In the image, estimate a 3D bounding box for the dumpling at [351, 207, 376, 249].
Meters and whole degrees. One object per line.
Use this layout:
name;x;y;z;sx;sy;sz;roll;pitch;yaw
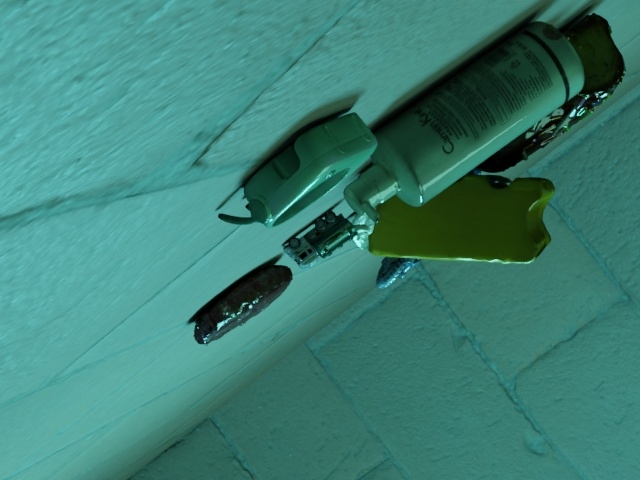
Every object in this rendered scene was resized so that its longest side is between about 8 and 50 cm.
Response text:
dumpling;0.068;-0.019;1.945;0.057;0.052;0.076;-49;-176;-30

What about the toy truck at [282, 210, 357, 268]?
toy truck;0.000;0.000;1.734;0.083;0.044;0.039;-36;172;-7

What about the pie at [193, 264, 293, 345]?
pie;-0.096;0.077;1.814;0.154;0.036;0.154;-36;174;-4

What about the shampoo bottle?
shampoo bottle;0.131;-0.109;1.419;0.262;0.085;0.085;-35;174;-14

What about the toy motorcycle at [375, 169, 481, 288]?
toy motorcycle;0.155;-0.044;1.985;0.254;0.092;0.135;-57;-171;-29

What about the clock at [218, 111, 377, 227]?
clock;-0.022;-0.049;1.207;0.135;0.041;0.101;-39;175;30

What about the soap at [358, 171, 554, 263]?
soap;0.169;-0.032;1.734;0.204;0.096;0.324;4;-177;12

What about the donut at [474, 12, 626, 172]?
donut;0.239;-0.154;1.664;0.216;0.096;0.230;-41;174;35
